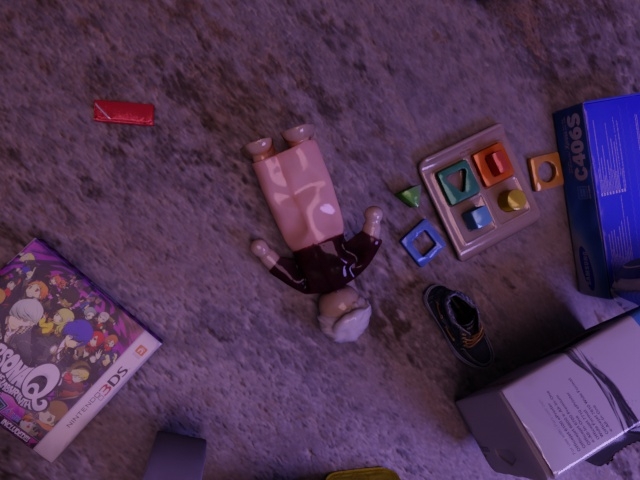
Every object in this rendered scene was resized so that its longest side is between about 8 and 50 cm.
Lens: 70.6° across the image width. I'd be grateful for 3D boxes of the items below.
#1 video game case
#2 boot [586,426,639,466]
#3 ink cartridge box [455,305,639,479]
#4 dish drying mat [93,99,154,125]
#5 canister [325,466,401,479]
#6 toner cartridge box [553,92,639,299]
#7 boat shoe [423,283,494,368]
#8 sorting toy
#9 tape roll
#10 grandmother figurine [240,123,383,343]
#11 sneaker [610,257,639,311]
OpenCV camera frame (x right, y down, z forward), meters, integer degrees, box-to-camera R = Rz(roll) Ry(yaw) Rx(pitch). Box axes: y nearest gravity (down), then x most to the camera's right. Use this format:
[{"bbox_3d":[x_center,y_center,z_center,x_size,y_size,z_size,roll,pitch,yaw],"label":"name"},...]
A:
[{"bbox_3d":[-0.382,0.150,0.631,0.232,0.042,0.210,45,75,-10],"label":"video game case"},{"bbox_3d":[0.577,0.376,0.859,0.197,0.077,0.137,20,92,0],"label":"boot"},{"bbox_3d":[0.401,0.236,0.719,0.307,0.223,0.129,-24,69,-11],"label":"ink cartridge box"},{"bbox_3d":[-0.290,-0.189,0.669,0.083,0.008,0.032,1,90,-13],"label":"dish drying mat"},{"bbox_3d":[0.070,0.476,0.740,0.126,0.073,0.170,0,93,-12],"label":"canister"},{"bbox_3d":[0.544,-0.082,0.829,0.165,0.075,0.349,-11,94,-12],"label":"toner cartridge box"},{"bbox_3d":[0.247,0.155,0.764,0.065,0.083,0.183,-41,100,-9],"label":"boat shoe"},{"bbox_3d":[0.287,-0.085,0.784,0.347,0.047,0.196,-27,97,-11],"label":"sorting toy"},{"bbox_3d":[-0.216,0.373,0.596,0.072,0.219,0.220,18,88,-12],"label":"tape roll"},{"bbox_3d":[0.000,0.000,0.702,0.207,0.104,0.343,-16,99,16],"label":"grandmother figurine"},{"bbox_3d":[0.654,0.073,0.770,0.315,0.127,0.183,25,80,-13],"label":"sneaker"}]
